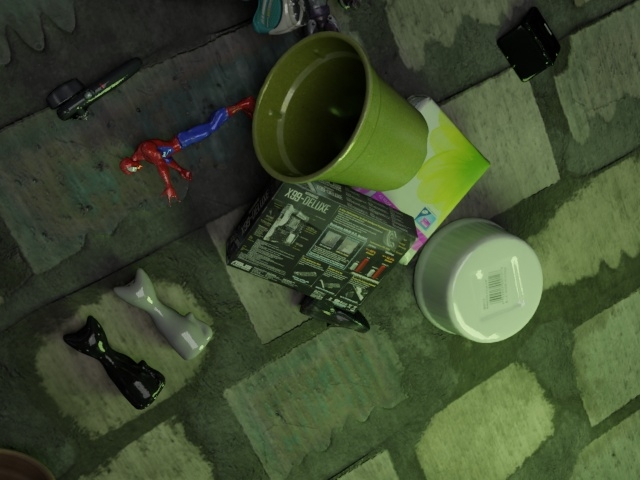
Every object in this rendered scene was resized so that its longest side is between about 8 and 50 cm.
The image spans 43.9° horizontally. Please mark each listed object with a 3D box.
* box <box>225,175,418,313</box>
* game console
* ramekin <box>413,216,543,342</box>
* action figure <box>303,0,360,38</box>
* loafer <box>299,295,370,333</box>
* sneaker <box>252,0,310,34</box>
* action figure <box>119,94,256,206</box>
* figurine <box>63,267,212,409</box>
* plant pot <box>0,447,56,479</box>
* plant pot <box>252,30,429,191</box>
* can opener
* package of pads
[{"bbox_3d":[0.000,0.000,1.583,0.307,0.076,0.242,22,125,-21],"label":"box"},{"bbox_3d":[0.466,-0.437,1.772,0.122,0.071,0.107,49,52,-23],"label":"game console"},{"bbox_3d":[0.362,0.095,1.781,0.277,0.135,0.277,-5,103,-21],"label":"ramekin"},{"bbox_3d":[0.002,-0.423,1.551,0.185,0.099,0.285,-17,103,-8],"label":"action figure"},{"bbox_3d":[0.032,0.161,1.716,0.170,0.062,0.061,32,111,-21],"label":"loafer"},{"bbox_3d":[-0.097,-0.509,1.461,0.110,0.107,0.275,-12,75,20],"label":"sneaker"},{"bbox_3d":[-0.237,-0.163,1.515,0.280,0.091,0.139,-24,100,-15],"label":"action figure"},{"bbox_3d":[-0.355,0.186,1.554,0.215,0.092,0.209,-46,109,-7],"label":"figurine"},{"bbox_3d":[-0.629,0.551,1.456,0.263,0.263,0.229,6,116,-22],"label":"plant pot"},{"bbox_3d":[0.059,-0.205,1.463,0.254,0.276,0.276,19,95,-47],"label":"plant pot"},{"bbox_3d":[-0.403,-0.278,1.444,0.186,0.059,0.073,-33,111,-11],"label":"can opener"},{"bbox_3d":[0.185,-0.134,1.681,0.229,0.101,0.296,43,84,-25],"label":"package of pads"}]
